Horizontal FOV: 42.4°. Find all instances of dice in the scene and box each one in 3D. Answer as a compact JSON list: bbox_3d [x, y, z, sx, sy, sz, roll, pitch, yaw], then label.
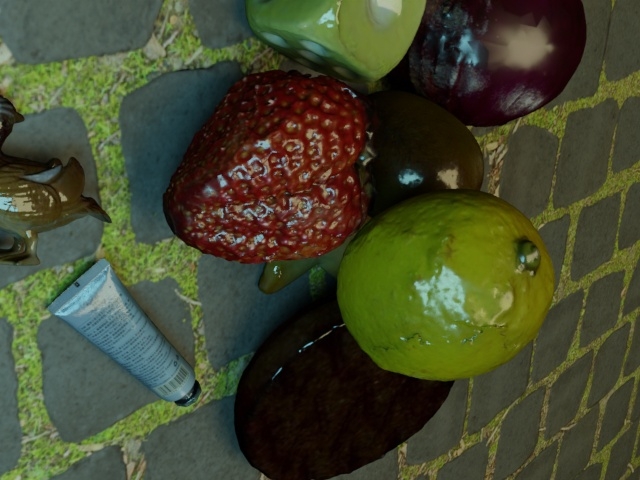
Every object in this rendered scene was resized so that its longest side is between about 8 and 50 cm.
[{"bbox_3d":[0.019,-0.312,1.060,0.169,0.169,0.166,26,87,-50],"label":"dice"}]

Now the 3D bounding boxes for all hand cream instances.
[{"bbox_3d":[-0.241,0.133,1.082,0.091,0.058,0.271,-42,132,-10],"label":"hand cream"}]

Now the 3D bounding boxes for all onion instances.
[{"bbox_3d":[0.264,-0.308,1.276,0.337,0.260,0.282,1,112,-49],"label":"onion"}]

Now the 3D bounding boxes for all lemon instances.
[{"bbox_3d":[0.157,0.059,1.070,0.260,0.284,0.260,48,29,-39],"label":"lemon"}]

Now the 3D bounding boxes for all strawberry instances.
[{"bbox_3d":[-0.068,-0.084,1.032,0.288,0.238,0.250,-33,126,-23],"label":"strawberry"}]

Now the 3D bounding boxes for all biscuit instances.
[{"bbox_3d":[0.000,0.001,1.288,0.208,0.047,0.164,-3,109,-47],"label":"biscuit"},{"bbox_3d":[0.047,0.230,1.333,0.407,0.091,0.407,-19,134,-20],"label":"biscuit"}]

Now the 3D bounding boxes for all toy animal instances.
[{"bbox_3d":[-0.310,-0.064,0.890,0.188,0.089,0.179,1,95,-44],"label":"toy animal"}]

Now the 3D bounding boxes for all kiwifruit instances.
[{"bbox_3d":[0.130,-0.113,1.226,0.196,0.234,0.196,-44,162,-18],"label":"kiwifruit"}]
